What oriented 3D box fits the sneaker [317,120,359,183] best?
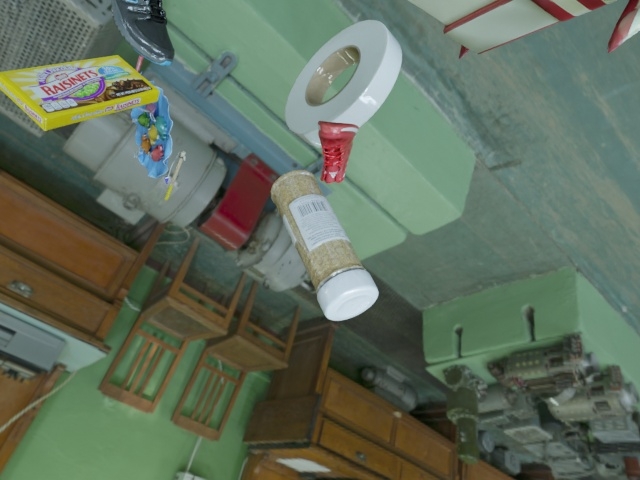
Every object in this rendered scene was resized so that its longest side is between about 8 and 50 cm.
[{"bbox_3d":[0.037,-0.188,1.022,0.087,0.221,0.127,9,98,12],"label":"sneaker"}]

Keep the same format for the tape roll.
[{"bbox_3d":[0.054,-0.450,1.333,0.392,0.391,0.072,-20,140,37],"label":"tape roll"}]

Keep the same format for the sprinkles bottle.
[{"bbox_3d":[0.000,0.000,1.030,0.121,0.355,0.121,-18,146,-13],"label":"sprinkles bottle"}]

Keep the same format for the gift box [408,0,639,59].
[{"bbox_3d":[0.134,-0.274,0.303,0.258,0.276,0.255,17,-178,-24],"label":"gift box"}]

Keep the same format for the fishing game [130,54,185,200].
[{"bbox_3d":[-0.335,-0.212,0.899,0.041,0.264,0.189,-11,157,-39],"label":"fishing game"}]

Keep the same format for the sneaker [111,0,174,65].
[{"bbox_3d":[-0.453,-0.611,1.171,0.140,0.125,0.340,-26,92,24],"label":"sneaker"}]

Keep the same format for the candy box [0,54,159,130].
[{"bbox_3d":[-0.361,-0.233,0.711,0.105,0.206,0.027,39,130,8],"label":"candy box"}]
